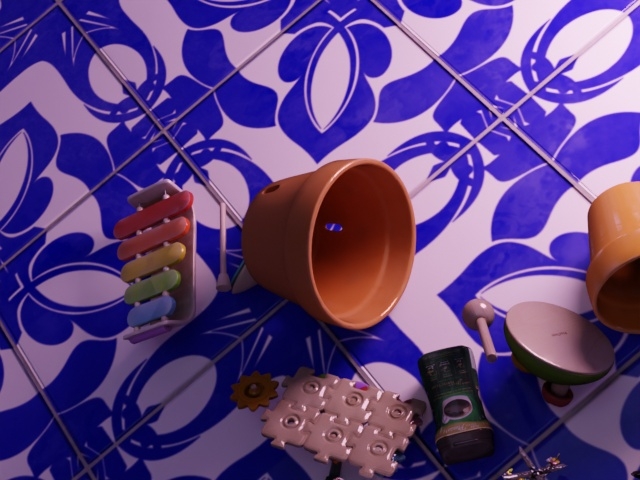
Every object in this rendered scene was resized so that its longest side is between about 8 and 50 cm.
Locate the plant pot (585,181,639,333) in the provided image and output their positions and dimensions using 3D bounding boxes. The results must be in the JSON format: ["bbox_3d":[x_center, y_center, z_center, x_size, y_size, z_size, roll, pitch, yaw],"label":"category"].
[{"bbox_3d":[0.513,0.013,1.744,0.205,0.205,0.188,-18,46,12],"label":"plant pot"}]

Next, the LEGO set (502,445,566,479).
[{"bbox_3d":[0.301,0.449,1.541,0.255,0.192,0.331,-15,37,-18],"label":"LEGO set"}]

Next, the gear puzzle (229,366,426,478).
[{"bbox_3d":[-0.004,0.300,1.836,0.339,0.044,0.175,13,46,22],"label":"gear puzzle"}]

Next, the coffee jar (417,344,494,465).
[{"bbox_3d":[0.222,0.270,1.785,0.096,0.079,0.184,-13,61,6],"label":"coffee jar"}]

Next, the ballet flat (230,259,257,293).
[{"bbox_3d":[-0.079,0.004,2.030,0.086,0.086,0.248,21,74,27],"label":"ballet flat"}]

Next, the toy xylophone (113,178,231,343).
[{"bbox_3d":[-0.281,0.032,2.055,0.236,0.081,0.322,-29,55,27],"label":"toy xylophone"}]

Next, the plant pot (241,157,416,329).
[{"bbox_3d":[0.000,0.000,1.898,0.203,0.291,0.290,5,67,40],"label":"plant pot"}]

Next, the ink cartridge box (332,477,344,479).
[{"bbox_3d":[-0.002,0.519,1.627,0.130,0.272,0.309,31,80,12],"label":"ink cartridge box"}]

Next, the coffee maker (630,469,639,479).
[{"bbox_3d":[0.505,0.419,1.557,0.120,0.171,0.178,9,70,7],"label":"coffee maker"}]

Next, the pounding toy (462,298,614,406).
[{"bbox_3d":[0.341,0.190,1.754,0.237,0.110,0.183,10,31,-12],"label":"pounding toy"}]

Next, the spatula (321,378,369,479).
[{"bbox_3d":[0.026,0.373,1.838,0.084,0.030,0.296,5,68,18],"label":"spatula"}]
